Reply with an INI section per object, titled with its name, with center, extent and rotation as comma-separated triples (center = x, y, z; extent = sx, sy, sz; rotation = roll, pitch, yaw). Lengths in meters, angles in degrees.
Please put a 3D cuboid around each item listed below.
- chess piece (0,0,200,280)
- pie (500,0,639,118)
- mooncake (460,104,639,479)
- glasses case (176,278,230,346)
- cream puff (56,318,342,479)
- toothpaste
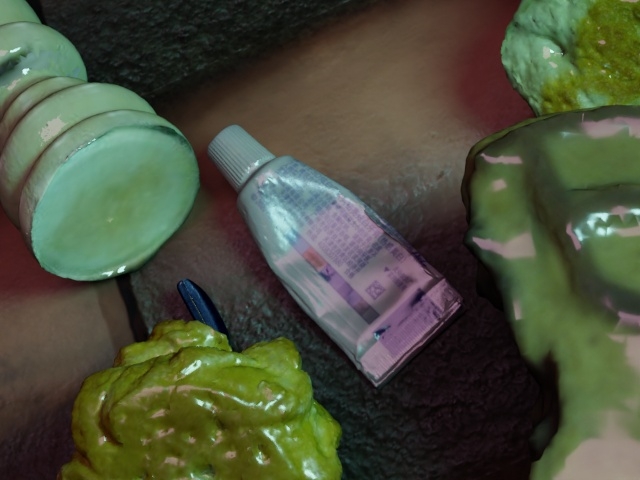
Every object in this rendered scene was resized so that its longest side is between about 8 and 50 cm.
[chess piece]
center = -0.271, -0.126, 1.807
extent = 0.182, 0.182, 0.330
rotation = -41, 54, -3
[pie]
center = 0.295, -0.173, 1.589
extent = 0.274, 0.257, 0.105
rotation = -37, 20, 24
[mooncake]
center = 0.241, 0.099, 1.487
extent = 0.394, 0.246, 0.393
rotation = 38, 76, 25
[glasses case]
center = -0.102, 0.070, 1.727
extent = 0.023, 0.033, 0.083
rotation = -32, 60, 4
[cream puff]
center = -0.095, 0.186, 1.577
extent = 0.244, 0.244, 0.196
rotation = -9, 33, 14
[toothpaste]
center = 0.001, -0.001, 1.717
extent = 0.282, 0.068, 0.099
rotation = 46, 116, 20
